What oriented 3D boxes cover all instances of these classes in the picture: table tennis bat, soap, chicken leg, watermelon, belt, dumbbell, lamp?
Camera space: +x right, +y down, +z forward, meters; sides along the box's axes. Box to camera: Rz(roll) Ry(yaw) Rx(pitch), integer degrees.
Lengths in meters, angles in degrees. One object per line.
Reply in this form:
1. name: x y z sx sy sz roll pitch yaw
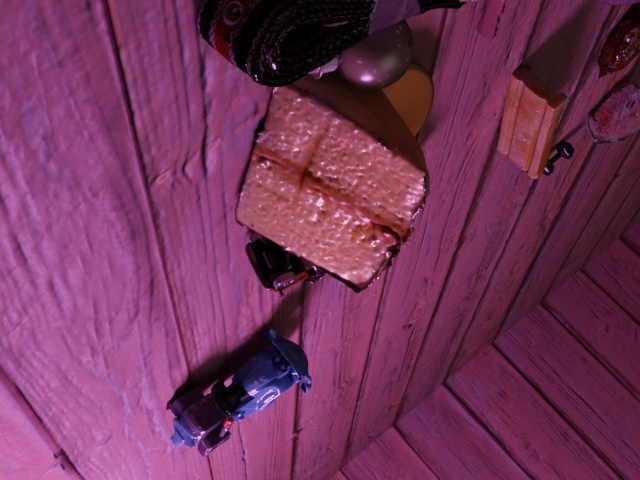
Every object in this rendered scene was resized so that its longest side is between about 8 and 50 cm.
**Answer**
1. table tennis bat: 0.080 -0.127 1.308 0.224 0.054 0.369 -43 156 7
2. soap: 0.351 -0.192 1.620 0.037 0.092 0.252 -41 160 -13
3. chicken leg: 0.564 -0.375 1.703 0.105 0.063 0.234 -3 138 -54
4. watermelon: 0.627 -0.280 2.012 0.187 0.071 0.139 -20 144 -31
5. belt: 0.046 -0.250 0.928 0.359 0.094 0.126 -31 157 -28
6. dumbbell: 0.489 -0.171 2.001 0.083 0.036 0.040 -39 158 -12
7. lamp: 0.017 -0.195 1.015 0.163 0.091 0.091 -17 151 -22

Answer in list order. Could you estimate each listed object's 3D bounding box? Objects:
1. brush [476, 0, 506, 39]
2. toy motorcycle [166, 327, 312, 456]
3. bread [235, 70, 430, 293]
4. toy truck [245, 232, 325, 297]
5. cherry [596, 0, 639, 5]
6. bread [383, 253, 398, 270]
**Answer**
1. brush: 0.217 -0.325 1.134 0.071 0.084 0.301 -39 165 -15
2. toy motorcycle: -0.120 0.246 1.576 0.272 0.123 0.182 -31 167 -32
3. bread: 0.013 -0.052 1.099 0.135 0.178 0.240 -12 144 -32
4. toy truck: 0.000 0.000 1.297 0.192 0.083 0.092 -28 166 0
5. cherry: 0.386 -0.385 1.236 0.176 0.140 0.176 -15 136 -15
6. bread: 0.091 0.018 1.597 0.082 0.060 0.113 -38 161 -20
